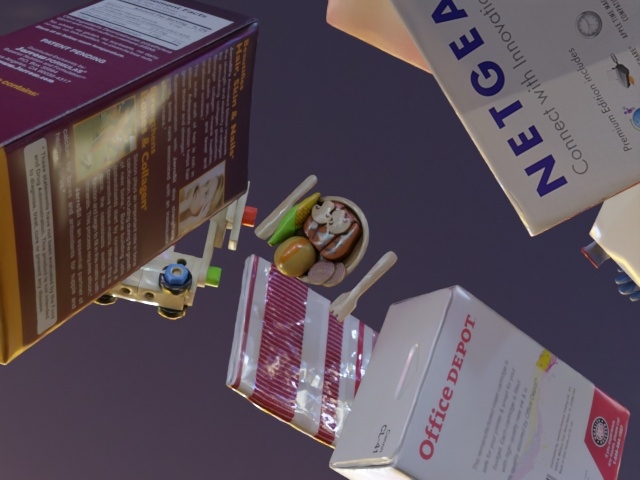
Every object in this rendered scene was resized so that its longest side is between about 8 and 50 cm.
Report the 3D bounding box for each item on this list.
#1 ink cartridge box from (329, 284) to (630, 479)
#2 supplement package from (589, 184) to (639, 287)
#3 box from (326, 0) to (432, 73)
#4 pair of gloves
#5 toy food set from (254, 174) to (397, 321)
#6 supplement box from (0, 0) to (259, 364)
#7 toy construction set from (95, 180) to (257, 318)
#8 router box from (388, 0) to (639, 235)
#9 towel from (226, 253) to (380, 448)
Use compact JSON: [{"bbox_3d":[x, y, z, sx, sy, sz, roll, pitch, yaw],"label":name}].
[{"bbox_3d":[0.191,0.226,1.177,0.306,0.226,0.131,35,-30,-20],"label":"ink cartridge box"},{"bbox_3d":[0.503,-0.012,1.234,0.198,0.263,0.199,-27,-29,-20],"label":"supplement package"},{"bbox_3d":[0.138,-0.252,1.006,0.127,0.232,0.148,-42,-28,-38],"label":"box"},{"bbox_3d":[0.535,0.012,1.720,0.198,0.023,0.159,42,-66,-18],"label":"pair of gloves"},{"bbox_3d":[0.000,0.000,1.350,0.132,0.192,0.038,-47,-31,1],"label":"toy food set"},{"bbox_3d":[-0.114,-0.042,0.489,0.081,0.188,0.104,22,-54,22],"label":"supplement box"},{"bbox_3d":[-0.258,-0.005,1.536,0.327,0.215,0.151,2,-44,7],"label":"toy construction set"},{"bbox_3d":[0.137,-0.214,0.426,0.301,0.082,0.335,-32,-90,36],"label":"router box"},{"bbox_3d":[-0.006,0.190,1.551,0.037,0.237,0.329,-28,-49,34],"label":"towel"}]
